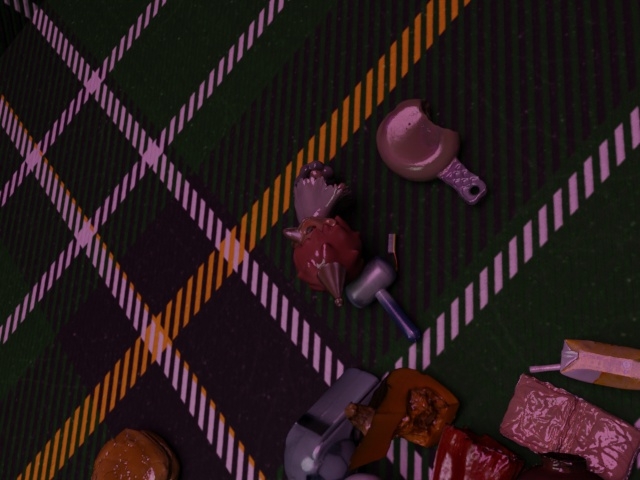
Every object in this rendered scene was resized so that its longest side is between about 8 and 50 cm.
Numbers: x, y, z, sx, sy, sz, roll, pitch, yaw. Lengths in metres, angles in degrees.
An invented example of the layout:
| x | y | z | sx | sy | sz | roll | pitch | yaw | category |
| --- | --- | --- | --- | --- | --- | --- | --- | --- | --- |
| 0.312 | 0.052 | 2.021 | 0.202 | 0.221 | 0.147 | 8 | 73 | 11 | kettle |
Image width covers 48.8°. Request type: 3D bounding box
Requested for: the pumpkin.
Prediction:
| x | y | z | sx | sy | sz | roll | pitch | yaw | category |
| --- | --- | --- | --- | --- | --- | --- | --- | --- | --- |
| 0.126 | 0.320 | 1.301 | 0.126 | 0.248 | 0.131 | 45 | 119 | 39 | pumpkin |

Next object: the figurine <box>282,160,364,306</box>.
| x | y | z | sx | sy | sz | roll | pitch | yaw | category |
| --- | --- | --- | --- | --- | --- | --- | --- | --- | --- |
| 0.000 | 0.000 | 1.473 | 0.387 | 0.166 | 0.207 | -95 | 25 | -42 | figurine |

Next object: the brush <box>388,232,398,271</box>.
| x | y | z | sx | sy | sz | roll | pitch | yaw | category |
| --- | --- | --- | --- | --- | --- | --- | --- | --- | --- |
| 0.154 | 0.027 | 1.496 | 0.021 | 0.019 | 0.083 | -5 | 74 | 10 | brush |

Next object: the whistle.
| x | y | z | sx | sy | sz | roll | pitch | yaw | category |
| --- | --- | --- | --- | --- | --- | --- | --- | --- | --- |
| 0.025 | 0.405 | 1.395 | 0.163 | 0.163 | 0.289 | 29 | 56 | 33 | whistle |

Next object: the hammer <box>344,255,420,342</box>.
| x | y | z | sx | sy | sz | roll | pitch | yaw | category |
| --- | --- | --- | --- | --- | --- | --- | --- | --- | --- |
| 0.139 | 0.132 | 1.448 | 0.116 | 0.069 | 0.194 | -44 | 64 | 12 | hammer |

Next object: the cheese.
| x | y | z | sx | sy | sz | roll | pitch | yaw | category |
| --- | --- | --- | --- | --- | --- | --- | --- | --- | --- |
| 0.241 | -0.178 | 1.480 | 0.163 | 0.082 | 0.286 | -50 | 60 | 7 | cheese |

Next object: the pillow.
| x | y | z | sx | sy | sz | roll | pitch | yaw | category |
| --- | --- | --- | --- | --- | --- | --- | --- | --- | --- |
| 0.434 | 0.333 | 1.234 | 0.232 | 0.043 | 0.126 | 24 | 82 | 35 | pillow |

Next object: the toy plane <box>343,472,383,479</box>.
| x | y | z | sx | sy | sz | roll | pitch | yaw | category |
| --- | --- | --- | --- | --- | --- | --- | --- | --- | --- |
| 0.054 | 0.529 | 1.293 | 0.252 | 0.252 | 0.118 | -40 | 28 | 13 | toy plane |

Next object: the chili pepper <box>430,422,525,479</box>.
| x | y | z | sx | sy | sz | roll | pitch | yaw | category |
| --- | --- | --- | --- | --- | --- | --- | --- | --- | --- |
| 0.250 | 0.458 | 1.262 | 0.144 | 0.136 | 0.253 | 23 | 95 | 4 | chili pepper |

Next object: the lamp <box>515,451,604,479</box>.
| x | y | z | sx | sy | sz | roll | pitch | yaw | category |
| --- | --- | --- | --- | --- | --- | --- | --- | --- | --- |
| 0.385 | 0.474 | 1.136 | 0.180 | 0.180 | 0.258 | 1 | 84 | 29 | lamp |

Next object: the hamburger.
| x | y | z | sx | sy | sz | roll | pitch | yaw | category |
| --- | --- | --- | --- | --- | --- | --- | --- | --- | --- |
| -0.425 | 0.543 | 1.613 | 0.213 | 0.108 | 0.214 | -10 | 66 | 23 | hamburger |

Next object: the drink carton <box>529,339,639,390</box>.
| x | y | z | sx | sy | sz | roll | pitch | yaw | category |
| --- | --- | --- | --- | --- | --- | --- | --- | --- | --- |
| 0.470 | 0.212 | 1.226 | 0.200 | 0.084 | 0.074 | 8 | 82 | 26 | drink carton |
